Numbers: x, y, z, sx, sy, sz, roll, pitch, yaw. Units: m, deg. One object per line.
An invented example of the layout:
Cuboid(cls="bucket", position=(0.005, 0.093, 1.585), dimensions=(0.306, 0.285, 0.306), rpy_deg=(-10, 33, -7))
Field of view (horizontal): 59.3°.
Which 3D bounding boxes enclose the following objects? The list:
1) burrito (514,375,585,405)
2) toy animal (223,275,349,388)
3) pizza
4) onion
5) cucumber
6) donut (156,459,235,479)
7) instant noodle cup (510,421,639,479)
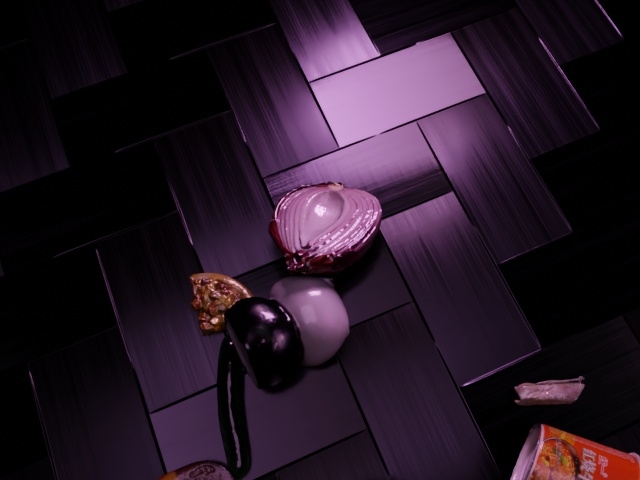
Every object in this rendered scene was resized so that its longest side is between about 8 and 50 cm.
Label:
Cuboid(cls="burrito", position=(0.464, 0.306, 1.133), dimensions=(0.149, 0.041, 0.055), rpy_deg=(-4, 57, -2))
Cuboid(cls="toy animal", position=(-0.059, 0.171, 1.110), dimensions=(0.235, 0.165, 0.187), rpy_deg=(-25, 89, -23))
Cuboid(cls="pizza", position=(-0.209, 0.140, 1.186), dimensions=(0.175, 0.046, 0.134), rpy_deg=(19, 72, 6))
Cuboid(cls="onion", position=(0.000, 0.000, 1.169), dimensions=(0.227, 0.120, 0.283), rpy_deg=(11, 42, 21))
Cuboid(cls="cucumber", position=(-0.177, 0.323, 1.119), dimensions=(0.056, 0.056, 0.284), rpy_deg=(-8, 67, -3))
Cuboid(cls="donut", position=(-0.233, 0.501, 1.046), dimensions=(0.184, 0.073, 0.166), rpy_deg=(-33, 73, -12))
Cuboid(cls="instant noodle cup", position=(0.446, 0.441, 1.012), dimensions=(0.174, 0.213, 0.213), rpy_deg=(23, 72, 17))
